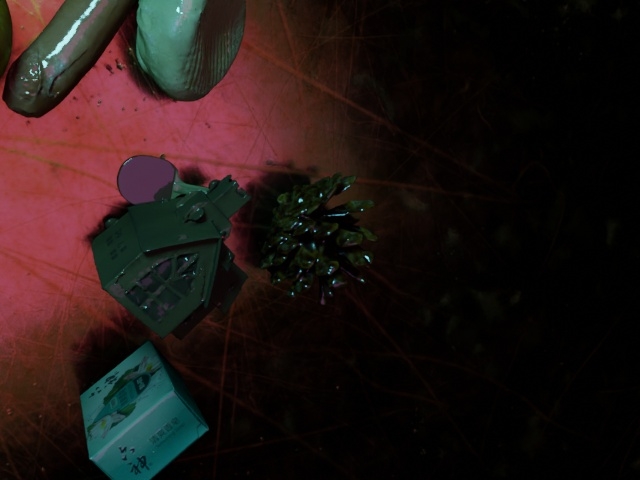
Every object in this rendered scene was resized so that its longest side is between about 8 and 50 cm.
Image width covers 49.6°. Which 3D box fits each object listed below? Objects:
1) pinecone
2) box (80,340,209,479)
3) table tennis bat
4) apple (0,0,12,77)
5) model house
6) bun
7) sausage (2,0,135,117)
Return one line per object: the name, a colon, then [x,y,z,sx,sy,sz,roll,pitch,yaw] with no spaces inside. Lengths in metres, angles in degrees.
pinecone: [0.002,0.002,1.185,0.201,0.229,0.202,58,33,9]
box: [-0.286,0.271,1.097,0.153,0.245,0.092,-41,112,-12]
table tennis bat: [-0.260,-0.093,1.162,0.157,0.013,0.087,9,96,-23]
apple: [-0.531,-0.283,0.917,0.237,0.207,0.236,5,80,-27]
model house: [-0.198,0.012,1.094,0.243,0.211,0.204,-43,120,-1]
bun: [-0.204,-0.331,1.050,0.133,0.231,0.231,22,92,12]
sausage: [-0.327,-0.358,1.032,0.094,0.094,0.419,37,83,-35]
